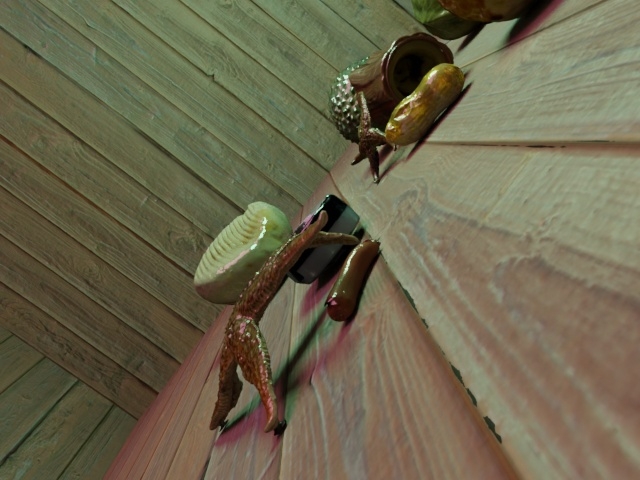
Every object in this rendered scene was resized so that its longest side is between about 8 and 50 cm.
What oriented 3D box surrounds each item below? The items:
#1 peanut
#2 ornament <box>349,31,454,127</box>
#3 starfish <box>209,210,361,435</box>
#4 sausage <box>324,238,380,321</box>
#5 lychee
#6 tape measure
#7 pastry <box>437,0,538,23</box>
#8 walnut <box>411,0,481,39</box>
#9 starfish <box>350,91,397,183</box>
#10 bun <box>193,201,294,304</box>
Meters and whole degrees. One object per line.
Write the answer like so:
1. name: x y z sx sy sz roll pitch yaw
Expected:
1. peanut: 0.217 -0.279 1.271 0.207 0.087 0.087 -47 9 27
2. ornament: 0.200 -0.373 1.441 0.217 0.235 0.222 -146 60 -80
3. starfish: -0.074 0.134 0.949 0.398 0.132 0.383 -61 13 -14
4. sausage: 0.047 0.055 0.883 0.047 0.040 0.177 -49 6 36
5. lychee: 0.149 -0.382 1.693 0.255 0.255 0.275 -48 40 34
6. tape measure: 0.000 0.001 1.206 0.182 0.107 0.181 -51 4 18
7. pastry: 0.337 -0.492 1.153 0.236 0.170 0.256 -24 16 20
8. walnut: 0.388 -0.706 1.708 0.282 0.227 0.283 -26 41 25
9. starfish: 0.116 -0.242 1.429 0.238 0.056 0.213 -143 46 -72
10. bun: -0.216 0.066 1.884 0.365 0.219 0.365 -38 24 21
